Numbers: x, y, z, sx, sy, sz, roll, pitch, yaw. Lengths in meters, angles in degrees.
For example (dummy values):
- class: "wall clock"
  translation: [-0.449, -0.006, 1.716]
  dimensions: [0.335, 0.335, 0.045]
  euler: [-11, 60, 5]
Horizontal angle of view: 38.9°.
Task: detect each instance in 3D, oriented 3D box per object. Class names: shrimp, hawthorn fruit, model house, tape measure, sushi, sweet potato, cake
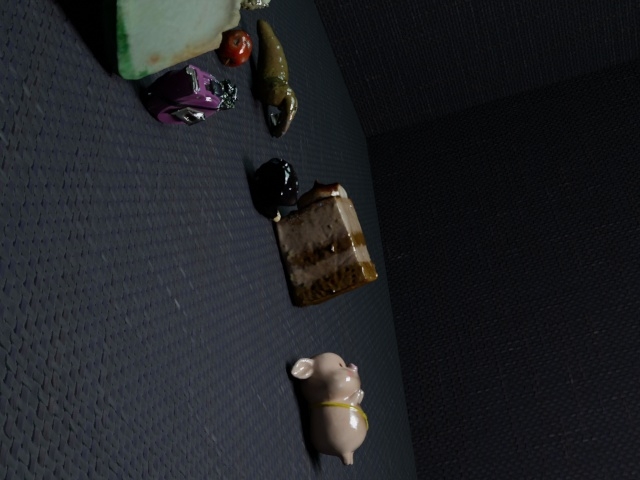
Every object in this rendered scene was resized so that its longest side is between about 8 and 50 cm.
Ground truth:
- class: "shrimp"
  translation: [-0.106, -0.352, 2.458]
  dimensions: [0.223, 0.047, 0.126]
  euler: [-109, -140, -61]
- class: "hawthorn fruit"
  translation: [-0.203, -0.442, 2.092]
  dimensions: [0.093, 0.093, 0.093]
  euler: [-15, 90, -79]
- class: "model house"
  translation: [-0.281, -0.456, 1.382]
  dimensions: [0.280, 0.245, 0.312]
  euler: [51, -26, 20]
- class: "tape measure"
  translation: [-0.233, -0.243, 1.532]
  dimensions: [0.125, 0.118, 0.074]
  euler: [12, 64, -59]
- class: "sushi"
  translation: [-0.207, -0.284, 1.807]
  dimensions: [0.083, 0.084, 0.056]
  euler: [15, 61, -79]
- class: "sweet potato"
  translation: [-0.127, -0.433, 2.385]
  dimensions: [0.124, 0.098, 0.310]
  euler: [110, -27, -53]
- class: "cake"
  translation: [0.000, 0.000, 2.213]
  dimensions: [0.196, 0.198, 0.293]
  euler: [-5, 76, -74]

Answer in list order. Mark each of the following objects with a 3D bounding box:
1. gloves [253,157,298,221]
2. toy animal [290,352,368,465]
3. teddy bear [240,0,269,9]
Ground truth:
- class: "gloves"
  translation: [-0.092, -0.119, 2.114]
  dimensions: [0.180, 0.106, 0.129]
  euler: [9, 64, -74]
- class: "toy animal"
  translation: [0.033, 0.368, 1.986]
  dimensions: [0.165, 0.149, 0.248]
  euler: [85, -14, -73]
- class: "teddy bear"
  translation: [-0.234, -0.585, 1.911]
  dimensions: [0.267, 0.156, 0.256]
  euler: [36, 34, -24]
